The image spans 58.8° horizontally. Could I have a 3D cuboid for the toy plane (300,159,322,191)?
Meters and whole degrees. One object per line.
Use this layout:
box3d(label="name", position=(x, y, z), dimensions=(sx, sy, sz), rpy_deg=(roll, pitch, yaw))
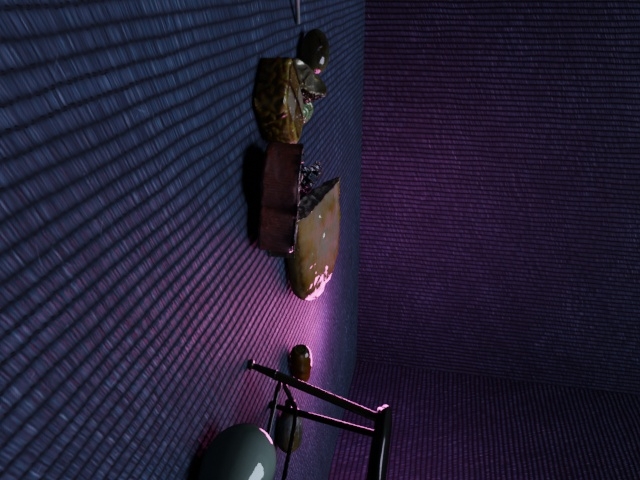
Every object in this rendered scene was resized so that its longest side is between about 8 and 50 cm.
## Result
box3d(label="toy plane", position=(-0.046, -0.235, 2.007), dimensions=(0.130, 0.061, 0.189), rpy_deg=(-55, 164, 1))

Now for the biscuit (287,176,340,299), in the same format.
box3d(label="biscuit", position=(-0.020, -0.002, 2.088), dimensions=(0.429, 0.104, 0.446), rpy_deg=(-60, 154, -50))

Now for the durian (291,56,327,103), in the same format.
box3d(label="durian", position=(-0.060, -0.466, 1.712), dimensions=(0.148, 0.091, 0.188), rpy_deg=(44, 27, -15))

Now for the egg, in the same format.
box3d(label="egg", position=(-0.190, 0.523, 1.300), dimensions=(0.231, 0.168, 0.168), rpy_deg=(-56, 149, -60))

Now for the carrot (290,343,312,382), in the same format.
box3d(label="carrot", position=(-0.070, 0.468, 2.131), dimensions=(0.087, 0.087, 0.193), rpy_deg=(-74, 166, -46))

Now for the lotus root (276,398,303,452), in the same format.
box3d(label="lotus root", position=(-0.107, 0.654, 2.010), dimensions=(0.113, 0.088, 0.192), rpy_deg=(-15, 109, -72))

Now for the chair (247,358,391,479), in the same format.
box3d(label="chair", position=(-0.015, 0.599, 1.606), dimensions=(0.362, 0.410, 0.365), rpy_deg=(79, 19, -54))

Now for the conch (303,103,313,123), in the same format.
box3d(label="conch", position=(-0.061, -0.436, 1.831), dimensions=(0.170, 0.079, 0.106), rpy_deg=(-83, -174, -48))

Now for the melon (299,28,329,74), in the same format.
box3d(label="melon", position=(-0.020, -0.625, 1.878), dimensions=(0.099, 0.099, 0.162), rpy_deg=(65, 26, -69))

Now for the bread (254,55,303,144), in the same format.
box3d(label="bread", position=(-0.109, -0.373, 1.543), dimensions=(0.222, 0.096, 0.182), rpy_deg=(71, 24, -64))

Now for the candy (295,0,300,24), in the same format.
box3d(label="candy", position=(-0.065, -0.763, 1.633), dimensions=(0.365, 0.124, 0.124), rpy_deg=(91, 8, -66))

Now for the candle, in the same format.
box3d(label="candle", position=(-0.112, -0.144, 1.555), dimensions=(0.287, 0.131, 0.317), rpy_deg=(-82, 180, -52))

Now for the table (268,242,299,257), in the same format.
box3d(label="table", position=(-0.111, 0.006, 1.711), dimensions=(0.062, 0.083, 0.079), rpy_deg=(-62, 153, -63))
